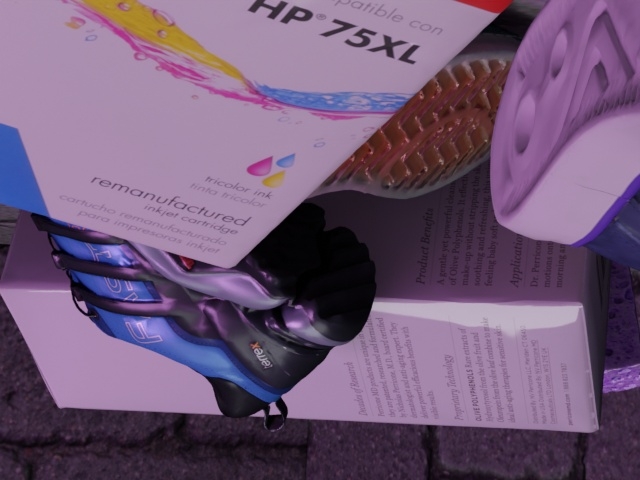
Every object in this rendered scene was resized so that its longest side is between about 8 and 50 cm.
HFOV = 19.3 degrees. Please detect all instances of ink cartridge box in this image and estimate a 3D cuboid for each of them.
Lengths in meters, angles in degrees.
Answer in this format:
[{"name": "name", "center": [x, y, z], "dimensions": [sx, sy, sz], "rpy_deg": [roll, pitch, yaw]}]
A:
[{"name": "ink cartridge box", "center": [-0.031, -0.087, 0.491], "dimensions": [0.134, 0.078, 0.231], "rpy_deg": [16, 148, -22]}]

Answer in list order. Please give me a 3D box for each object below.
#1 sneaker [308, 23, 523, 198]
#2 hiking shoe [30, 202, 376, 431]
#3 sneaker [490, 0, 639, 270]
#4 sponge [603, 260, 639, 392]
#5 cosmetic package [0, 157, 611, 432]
[{"name": "sneaker", "center": [-0.010, -0.089, 1.016], "dimensions": [0.302, 0.108, 0.121], "rpy_deg": [-12, -131, -39]}, {"name": "hiking shoe", "center": [-0.122, -0.009, 1.055], "dimensions": [0.304, 0.132, 0.113], "rpy_deg": [37, -146, -1]}, {"name": "sneaker", "center": [0.216, -0.057, 0.665], "dimensions": [0.236, 0.130, 0.323], "rpy_deg": [11, 160, -11]}, {"name": "sponge", "center": [0.154, 0.018, 1.297], "dimensions": [0.117, 0.210, 0.031], "rpy_deg": [-11, 140, 11]}, {"name": "cosmetic package", "center": [0.000, 0.000, 1.220], "dimensions": [0.365, 0.197, 0.155], "rpy_deg": [2, 144, 14]}]
